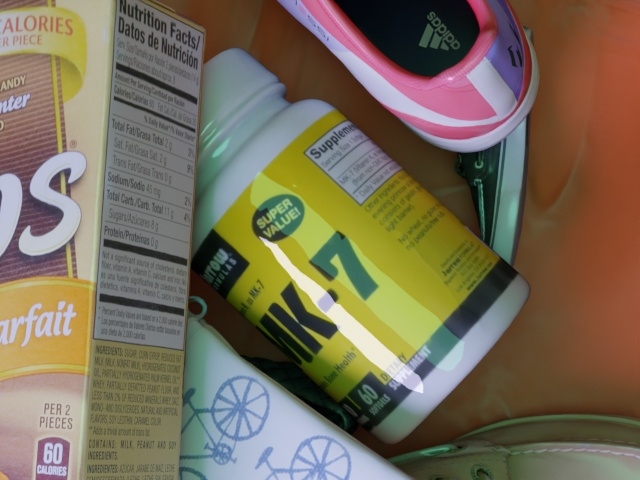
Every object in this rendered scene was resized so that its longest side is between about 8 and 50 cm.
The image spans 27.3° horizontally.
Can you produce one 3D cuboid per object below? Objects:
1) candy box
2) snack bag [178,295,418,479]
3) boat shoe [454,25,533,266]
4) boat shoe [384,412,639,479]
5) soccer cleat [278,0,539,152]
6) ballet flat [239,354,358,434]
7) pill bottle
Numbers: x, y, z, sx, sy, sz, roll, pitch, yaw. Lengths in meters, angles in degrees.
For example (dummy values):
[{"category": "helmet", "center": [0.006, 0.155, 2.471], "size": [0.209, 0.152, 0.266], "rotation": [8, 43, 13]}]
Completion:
[{"category": "candy box", "center": [-0.161, 0.043, 0.648], "size": [0.182, 0.087, 0.317], "rotation": [-1, 82, 27]}, {"category": "snack bag", "center": [-0.143, 0.173, 0.690], "size": [0.342, 0.037, 0.323], "rotation": [35, 94, 24]}, {"category": "boat shoe", "center": [0.098, -0.053, 0.752], "size": [0.040, 0.049, 0.142], "rotation": [3, 84, 13]}, {"category": "boat shoe", "center": [0.063, 0.163, 0.719], "size": [0.302, 0.098, 0.109], "rotation": [-9, 87, 2]}, {"category": "soccer cleat", "center": [-0.007, -0.179, 0.709], "size": [0.108, 0.116, 0.318], "rotation": [-44, 76, 3]}, {"category": "ballet flat", "center": [-0.062, 0.088, 0.750], "size": [0.173, 0.049, 0.058], "rotation": [2, 88, 2]}, {"category": "pill bottle", "center": [0.000, 0.000, 0.714], "size": [0.208, 0.119, 0.119], "rotation": [42, 90, 5]}]
